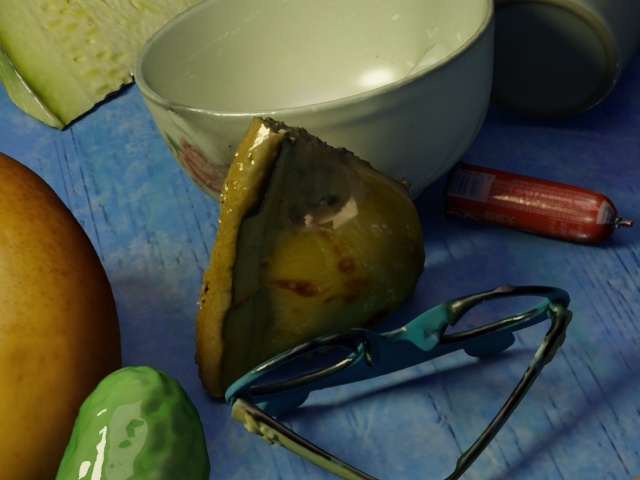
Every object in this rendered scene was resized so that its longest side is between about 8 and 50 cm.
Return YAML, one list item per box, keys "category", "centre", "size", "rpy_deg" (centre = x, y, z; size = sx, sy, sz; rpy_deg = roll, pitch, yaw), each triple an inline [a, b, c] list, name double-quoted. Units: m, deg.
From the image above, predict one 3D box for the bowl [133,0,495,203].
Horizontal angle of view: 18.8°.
- category: "bowl"
  centre: [0.006, -0.100, 1.473]
  size: [0.277, 0.145, 0.277]
  rpy_deg: [-10, 30, 6]

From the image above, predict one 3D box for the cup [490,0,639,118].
- category: "cup"
  centre: [0.162, -0.221, 1.613]
  size: [0.258, 0.186, 0.234]
  rpy_deg: [-4, 43, 24]

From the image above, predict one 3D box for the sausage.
- category: "sausage"
  centre: [0.165, -0.026, 1.449]
  size: [0.145, 0.048, 0.050]
  rpy_deg: [12, 2, 23]

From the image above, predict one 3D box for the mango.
- category: "mango"
  centre: [-0.235, 0.076, 1.259]
  size: [0.199, 0.201, 0.350]
  rpy_deg: [-33, 43, 13]

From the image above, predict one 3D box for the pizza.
- category: "pizza"
  centre: [0.006, 0.002, 1.314]
  size: [0.188, 0.204, 0.080]
  rpy_deg: [-21, 42, -30]

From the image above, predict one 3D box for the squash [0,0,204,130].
- category: "squash"
  centre: [-0.233, -0.239, 1.711]
  size: [0.204, 0.155, 0.237]
  rpy_deg: [18, 41, 32]

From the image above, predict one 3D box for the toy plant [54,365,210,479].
- category: "toy plant"
  centre: [-0.138, 0.272, 0.979]
  size: [0.356, 0.210, 0.317]
  rpy_deg: [-29, 75, -33]

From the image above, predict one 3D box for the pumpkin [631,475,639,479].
- category: "pumpkin"
  centre: [0.213, 0.249, 0.895]
  size: [0.303, 0.256, 0.225]
  rpy_deg: [21, 33, -6]

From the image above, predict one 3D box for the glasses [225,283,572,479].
- category: "glasses"
  centre: [0.074, 0.109, 1.228]
  size: [0.239, 0.102, 0.207]
  rpy_deg: [-16, 37, -14]
